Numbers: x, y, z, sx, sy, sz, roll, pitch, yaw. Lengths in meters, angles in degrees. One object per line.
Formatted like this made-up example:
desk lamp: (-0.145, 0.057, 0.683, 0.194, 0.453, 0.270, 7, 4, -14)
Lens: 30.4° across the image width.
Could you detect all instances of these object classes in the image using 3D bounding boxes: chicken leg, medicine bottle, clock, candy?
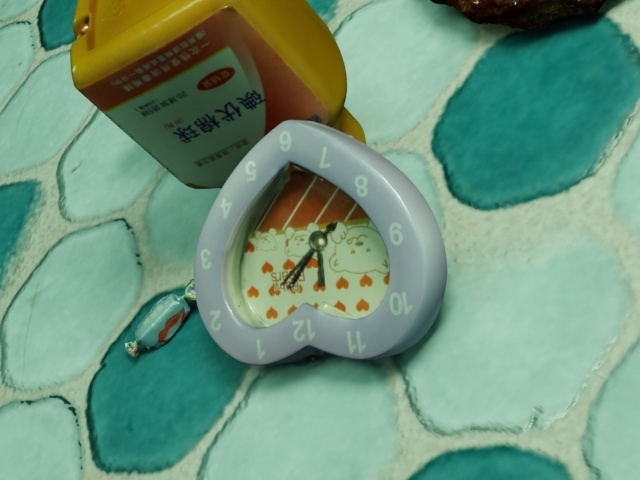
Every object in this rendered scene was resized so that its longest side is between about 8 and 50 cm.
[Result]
chicken leg: (0.144, -0.214, 0.913, 0.105, 0.063, 0.234, -54, 44, -1)
medicine bottle: (-0.064, -0.118, 0.886, 0.149, 0.222, 0.112, -25, 46, 22)
clock: (0.000, 0.000, 0.838, 0.198, 0.064, 0.172, -8, 85, 34)
candy: (-0.124, 0.064, 0.946, 0.083, 0.020, 0.030, -45, 39, 4)
